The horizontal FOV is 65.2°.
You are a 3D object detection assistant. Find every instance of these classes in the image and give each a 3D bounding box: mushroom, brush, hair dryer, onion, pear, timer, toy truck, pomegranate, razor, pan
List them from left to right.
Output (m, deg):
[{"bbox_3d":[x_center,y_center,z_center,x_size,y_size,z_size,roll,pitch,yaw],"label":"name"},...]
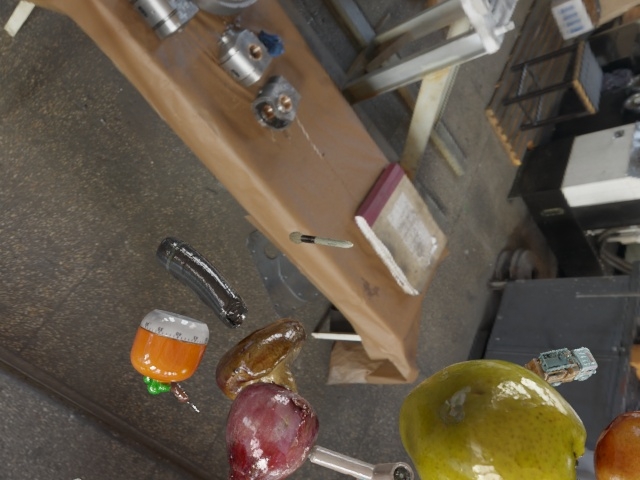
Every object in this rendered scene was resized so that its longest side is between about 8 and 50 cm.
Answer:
[{"bbox_3d":[-0.229,0.172,0.758,0.136,0.099,0.136,-26,120,-60],"label":"timer"},{"bbox_3d":[-0.361,0.419,1.319,0.023,0.068,0.115,-45,106,-34],"label":"pan"},{"bbox_3d":[-0.370,0.132,1.597,0.113,0.349,0.204,-46,160,-17],"label":"razor"},{"bbox_3d":[-0.095,0.334,0.830,0.159,0.160,0.194,44,63,-30],"label":"onion"},{"bbox_3d":[-0.127,0.309,1.248,0.254,0.267,0.267,49,54,-23],"label":"mushroom"},{"bbox_3d":[0.000,0.000,1.547,0.042,0.299,0.039,38,70,-37],"label":"brush"},{"bbox_3d":[0.059,0.466,1.056,0.221,0.195,0.053,27,59,-6],"label":"hair dryer"},{"bbox_3d":[0.316,0.380,1.035,0.191,0.387,0.340,45,56,-30],"label":"pear"},{"bbox_3d":[0.685,0.348,1.404,0.178,0.115,0.080,-8,53,-9],"label":"toy truck"},{"bbox_3d":[0.599,0.404,0.890,0.209,0.209,0.208,7,79,-43],"label":"pomegranate"}]

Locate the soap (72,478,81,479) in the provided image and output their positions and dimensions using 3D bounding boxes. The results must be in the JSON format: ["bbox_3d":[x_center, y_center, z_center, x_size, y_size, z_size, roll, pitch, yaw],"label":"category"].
[{"bbox_3d":[-0.426,0.518,0.883,0.121,0.183,0.063,-6,119,-65],"label":"soap"}]
